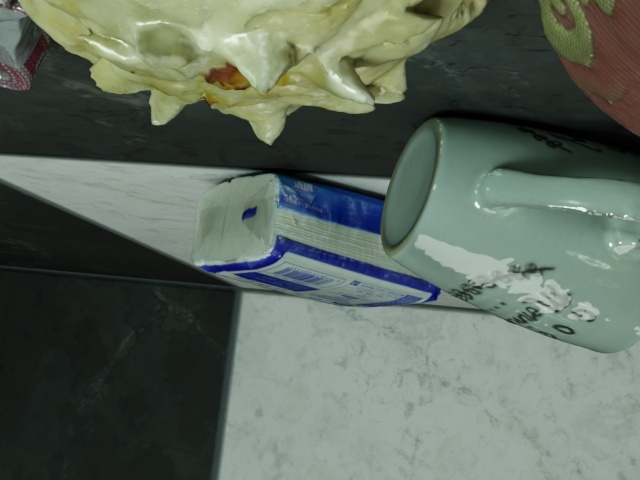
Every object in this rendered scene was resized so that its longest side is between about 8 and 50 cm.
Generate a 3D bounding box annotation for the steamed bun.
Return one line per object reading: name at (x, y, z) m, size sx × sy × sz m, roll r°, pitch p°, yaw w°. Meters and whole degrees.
steamed bun at (-0.048, -0.129, 0.579) m, size 0.296 × 0.137 × 0.292 m, roll 0°, pitch 172°, yaw 27°

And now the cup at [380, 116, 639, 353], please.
cup at (0.197, -0.021, 0.937) m, size 0.234 × 0.186 × 0.258 m, roll 18°, pitch 167°, yaw -15°

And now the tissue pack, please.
tissue pack at (0.000, 0.000, 1.367) m, size 0.270 × 0.137 × 0.209 m, roll 16°, pitch 168°, yaw -31°

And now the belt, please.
belt at (-0.228, -0.162, 0.757) m, size 0.071 × 0.053 × 0.232 m, roll 17°, pitch 169°, yaw -8°

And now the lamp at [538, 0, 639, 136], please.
lamp at (0.163, -0.125, 0.362) m, size 0.180 × 0.180 × 0.258 m, roll 6°, pitch 170°, yaw 3°
